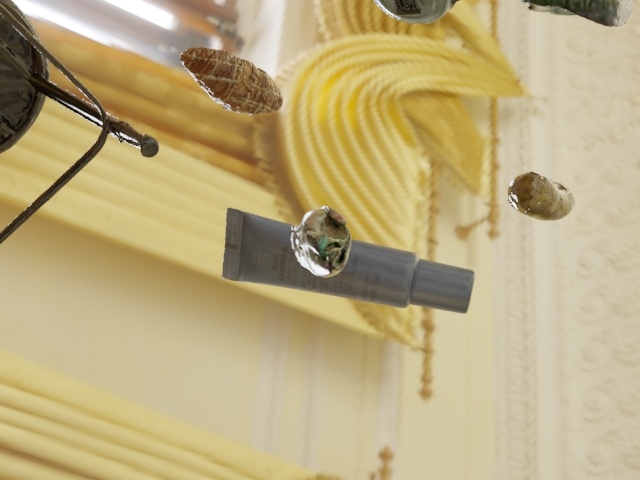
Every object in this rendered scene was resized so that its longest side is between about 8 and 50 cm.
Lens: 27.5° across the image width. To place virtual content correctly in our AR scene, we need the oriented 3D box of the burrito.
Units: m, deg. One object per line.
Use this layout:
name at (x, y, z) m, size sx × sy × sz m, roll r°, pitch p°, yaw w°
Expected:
burrito at (-0.001, 0.004, 1.750) m, size 0.309 × 0.066 × 0.096 m, roll 176°, pitch -99°, yaw -86°

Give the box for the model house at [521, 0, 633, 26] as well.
model house at (0.479, -0.538, 2.355) m, size 0.184 × 0.253 × 0.291 m, roll 10°, pitch -79°, yaw 22°

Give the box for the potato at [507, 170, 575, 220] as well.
potato at (0.357, -0.069, 2.120) m, size 0.091 × 0.138 × 0.070 m, roll 29°, pitch -81°, yaw 41°

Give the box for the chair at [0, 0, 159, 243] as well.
chair at (-0.509, -0.188, 1.831) m, size 0.362 × 0.364 × 0.410 m, roll -44°, pitch -152°, yaw 2°

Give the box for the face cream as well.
face cream at (0.040, 0.041, 1.988) m, size 0.086 × 0.385 × 0.136 m, roll -72°, pitch 171°, yaw -54°

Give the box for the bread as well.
bread at (-0.165, -0.306, 2.540) m, size 0.076 × 0.233 × 0.105 m, roll 4°, pitch -110°, yaw 65°

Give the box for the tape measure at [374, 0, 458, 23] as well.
tape measure at (0.077, -0.419, 2.137) m, size 0.330 × 0.164 × 0.084 m, roll 1°, pitch -134°, yaw 35°
